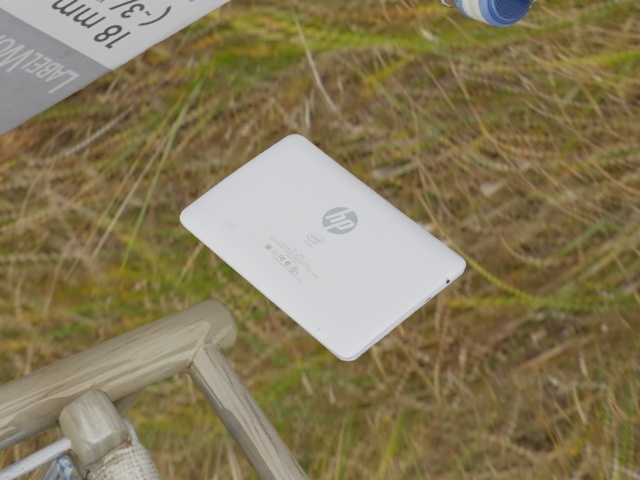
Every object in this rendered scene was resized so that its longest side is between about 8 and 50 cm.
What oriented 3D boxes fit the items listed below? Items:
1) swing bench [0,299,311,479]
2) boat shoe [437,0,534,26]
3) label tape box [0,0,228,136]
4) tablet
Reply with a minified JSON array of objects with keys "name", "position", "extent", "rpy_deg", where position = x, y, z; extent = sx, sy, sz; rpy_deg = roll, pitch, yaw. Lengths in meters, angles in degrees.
[{"name":"swing bench","position":[-0.086,0.176,0.475],"extent":[0.253,0.254,0.165],"rpy_deg":[53,127,22]},{"name":"boat shoe","position":[0.088,-0.193,0.789],"extent":[0.066,0.066,0.183],"rpy_deg":[25,94,34]},{"name":"label tape box","position":[-0.151,-0.173,0.664],"extent":[0.333,0.106,0.241],"rpy_deg":[-28,71,15]},{"name":"tablet","position":[0.000,0.000,0.558],"extent":[0.054,0.083,0.006],"rpy_deg":[-37,147,-23]}]
